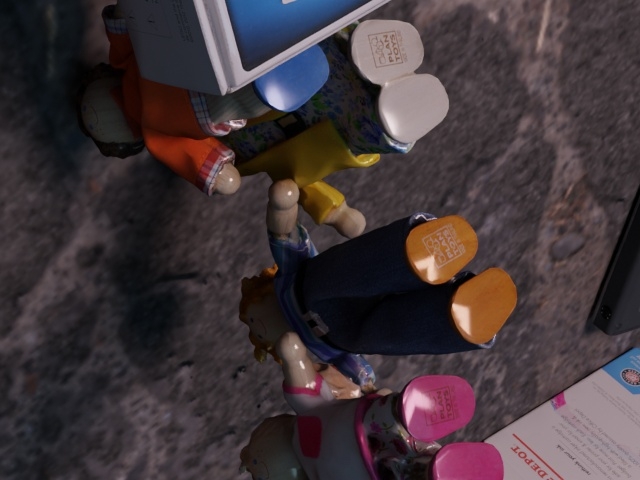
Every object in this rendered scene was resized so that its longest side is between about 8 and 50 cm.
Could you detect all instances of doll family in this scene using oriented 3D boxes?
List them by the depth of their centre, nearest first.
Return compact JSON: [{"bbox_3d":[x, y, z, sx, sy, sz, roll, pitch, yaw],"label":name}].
[{"bbox_3d":[0.000,0.000,0.655,0.118,0.163,0.263,-29,99,-34],"label":"doll family"}]

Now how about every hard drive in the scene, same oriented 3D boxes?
[{"bbox_3d":[0.237,-0.004,1.026,0.094,0.022,0.135,-12,131,-37],"label":"hard drive"}]

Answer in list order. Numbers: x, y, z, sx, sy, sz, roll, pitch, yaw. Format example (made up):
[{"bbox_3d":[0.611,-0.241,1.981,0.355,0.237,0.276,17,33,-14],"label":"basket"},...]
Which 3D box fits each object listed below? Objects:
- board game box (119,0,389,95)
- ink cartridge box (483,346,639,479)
[{"bbox_3d":[0.038,-0.202,0.542,0.305,0.053,0.193,-34,124,-33],"label":"board game box"},{"bbox_3d":[0.182,0.161,1.054,0.181,0.104,0.061,-27,138,-23],"label":"ink cartridge box"}]
